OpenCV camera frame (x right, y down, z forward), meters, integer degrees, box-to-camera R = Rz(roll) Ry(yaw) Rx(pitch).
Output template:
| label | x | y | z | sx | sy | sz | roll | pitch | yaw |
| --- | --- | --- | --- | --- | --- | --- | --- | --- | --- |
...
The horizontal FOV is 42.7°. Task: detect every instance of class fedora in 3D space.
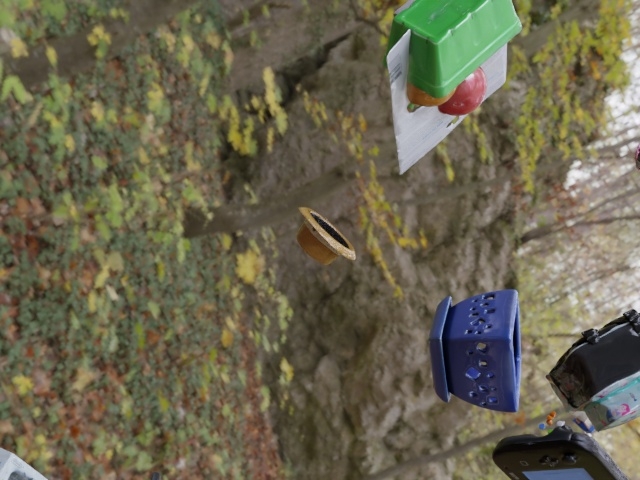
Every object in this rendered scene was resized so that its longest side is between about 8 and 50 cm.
| label | x | y | z | sx | sy | sz | roll | pitch | yaw |
| --- | --- | --- | --- | --- | --- | --- | --- | --- | --- |
| fedora | 0.000 | 0.000 | 2.036 | 0.194 | 0.079 | 0.194 | 39 | 11 | -9 |

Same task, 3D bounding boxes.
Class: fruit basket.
| label | x | y | z | sx | sy | sz | roll | pitch | yaw |
| --- | --- | --- | --- | --- | --- | --- | --- | --- | --- |
| fruit basket | 0.242 | -0.332 | 1.567 | 0.165 | 0.327 | 0.353 | 42 | -16 | 23 |

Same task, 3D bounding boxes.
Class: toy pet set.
| label | x | y | z | sx | sy | sz | roll | pitch | yaw |
| --- | --- | --- | --- | --- | --- | --- | --- | --- | --- |
| toy pet set | 0.630 | 0.466 | 2.029 | 0.122 | 0.114 | 0.065 | 32 | -17 | 52 |

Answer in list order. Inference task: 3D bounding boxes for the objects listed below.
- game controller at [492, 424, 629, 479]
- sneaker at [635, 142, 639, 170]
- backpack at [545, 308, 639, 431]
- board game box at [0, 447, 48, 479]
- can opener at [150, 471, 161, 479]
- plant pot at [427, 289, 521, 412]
| label | x | y | z | sx | sy | sz | roll | pitch | yaw |
| --- | --- | --- | --- | --- | --- | --- | --- | --- | --- |
| game controller | 0.407 | 0.394 | 1.319 | 0.319 | 0.167 | 0.067 | 46 | 34 | -35 |
| sneaker | 0.524 | -0.138 | 1.229 | 0.057 | 0.119 | 0.047 | 26 | -41 | 54 |
| backpack | 0.571 | 0.262 | 1.611 | 0.191 | 0.225 | 0.253 | 63 | -10 | 14 |
| board game box | -0.690 | 0.603 | 1.678 | 0.098 | 0.303 | 0.224 | 11 | -33 | 28 |
| can opener | -0.403 | 0.626 | 1.978 | 0.073 | 0.059 | 0.186 | 28 | 6 | -19 |
| plant pot | 0.393 | 0.274 | 2.072 | 0.236 | 0.212 | 0.235 | -60 | 144 | -57 |
